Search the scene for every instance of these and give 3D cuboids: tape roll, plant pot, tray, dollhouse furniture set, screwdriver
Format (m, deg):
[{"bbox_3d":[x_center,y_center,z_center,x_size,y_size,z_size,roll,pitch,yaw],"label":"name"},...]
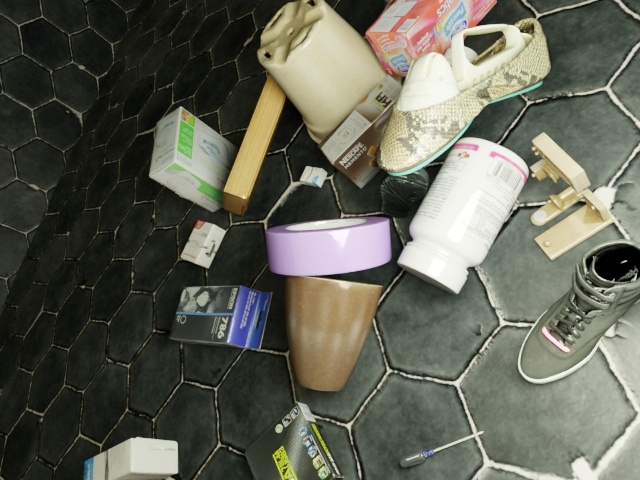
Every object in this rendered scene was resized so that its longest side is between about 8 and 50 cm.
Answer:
[{"bbox_3d":[0.018,0.007,1.075,0.275,0.275,0.090,0,99,40],"label":"tape roll"},{"bbox_3d":[0.004,-0.478,1.329,0.334,0.306,0.333,-19,56,32],"label":"plant pot"},{"bbox_3d":[-0.193,-0.293,1.483,0.203,0.076,0.410,135,155,-74],"label":"tray"},{"bbox_3d":[0.013,0.198,1.048,0.216,0.215,0.230,4,84,41],"label":"plant pot"},{"bbox_3d":[0.414,-0.077,0.881,0.123,0.151,0.144,-38,46,18],"label":"dollhouse furniture set"},{"bbox_3d":[0.220,0.383,0.885,0.170,0.024,0.025,-28,22,23],"label":"screwdriver"}]

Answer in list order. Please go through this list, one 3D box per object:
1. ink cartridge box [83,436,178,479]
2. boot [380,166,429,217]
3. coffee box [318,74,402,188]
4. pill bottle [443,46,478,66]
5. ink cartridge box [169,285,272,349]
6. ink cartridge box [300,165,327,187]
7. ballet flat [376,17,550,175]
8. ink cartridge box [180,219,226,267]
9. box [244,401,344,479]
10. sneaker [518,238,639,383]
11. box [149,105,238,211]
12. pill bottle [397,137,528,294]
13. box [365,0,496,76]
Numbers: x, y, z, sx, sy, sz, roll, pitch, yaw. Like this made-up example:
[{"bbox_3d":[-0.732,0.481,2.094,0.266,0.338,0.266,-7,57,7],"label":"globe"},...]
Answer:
[{"bbox_3d":[-0.499,0.597,1.276,0.203,0.148,0.085,-31,52,25],"label":"ink cartridge box"},{"bbox_3d":[0.194,-0.184,1.080,0.094,0.246,0.207,11,74,5],"label":"boot"},{"bbox_3d":[0.135,-0.271,1.224,0.246,0.141,0.098,-43,46,13],"label":"coffee box"},{"bbox_3d":[0.307,-0.358,1.147,0.112,0.112,0.186,11,75,43],"label":"pill bottle"},{"bbox_3d":[-0.290,0.214,1.371,0.333,0.065,0.165,-6,63,37],"label":"ink cartridge box"},{"bbox_3d":[-0.026,-0.184,1.388,0.083,0.028,0.048,16,78,44],"label":"ink cartridge box"},{"bbox_3d":[0.278,-0.318,0.966,0.483,0.181,0.164,-34,33,-21],"label":"ballet flat"},{"bbox_3d":[-0.378,0.012,1.555,0.099,0.056,0.135,14,76,43],"label":"ink cartridge box"},{"bbox_3d":[-0.063,0.485,1.048,0.184,0.045,0.190,-45,46,9],"label":"box"},{"bbox_3d":[0.417,0.109,0.781,0.295,0.147,0.104,-48,48,11],"label":"sneaker"},{"bbox_3d":[-0.407,-0.257,1.582,0.127,0.262,0.230,-24,53,28],"label":"box"},{"bbox_3d":[0.279,-0.046,0.969,0.160,0.160,0.282,26,85,45],"label":"pill bottle"},{"bbox_3d":[0.280,-0.564,1.219,0.300,0.142,0.154,-50,42,-10],"label":"box"}]
